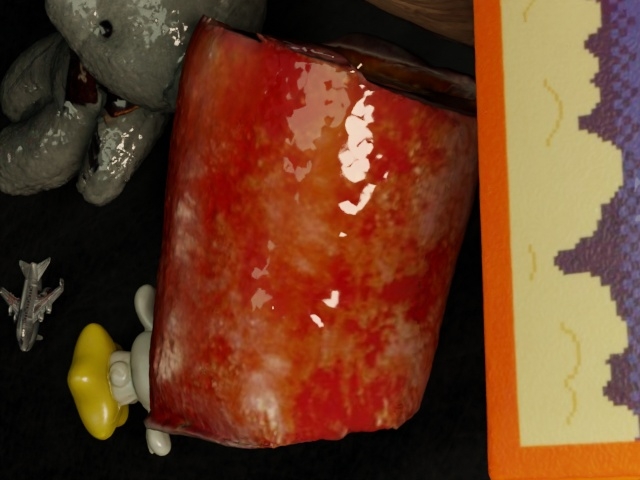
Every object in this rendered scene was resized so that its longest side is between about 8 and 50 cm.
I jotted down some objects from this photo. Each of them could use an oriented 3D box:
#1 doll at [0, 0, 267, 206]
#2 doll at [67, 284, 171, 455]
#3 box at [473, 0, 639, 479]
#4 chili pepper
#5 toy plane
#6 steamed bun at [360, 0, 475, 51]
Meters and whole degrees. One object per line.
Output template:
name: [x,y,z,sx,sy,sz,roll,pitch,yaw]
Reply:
doll: [-0.189,-0.154,1.441,0.340,0.158,0.246,-19,61,37]
doll: [-0.157,0.103,1.443,0.113,0.071,0.135,13,87,30]
box: [0.279,-0.023,0.945,0.257,0.349,0.318,-6,79,36]
chili pepper: [0.000,0.000,1.264,0.251,0.229,0.305,14,103,35]
toy plane: [-0.257,0.057,1.542,0.078,0.031,0.083,-6,80,37]
steamed bun: [0.052,-0.274,1.220,0.301,0.251,0.199,31,94,31]
